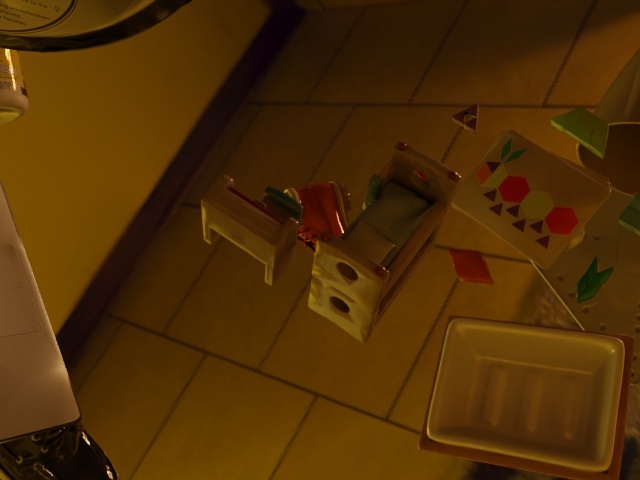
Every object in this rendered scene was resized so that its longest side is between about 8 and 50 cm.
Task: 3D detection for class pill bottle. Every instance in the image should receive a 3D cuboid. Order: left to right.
[{"bbox_3d":[-0.447,-0.257,1.041,0.117,0.117,0.214,-15,86,32],"label":"pill bottle"}]

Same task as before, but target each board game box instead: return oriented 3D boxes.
[{"bbox_3d":[0.615,0.020,1.556,0.390,0.050,0.389,-31,66,-4],"label":"board game box"}]

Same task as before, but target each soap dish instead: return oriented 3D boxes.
[{"bbox_3d":[0.318,0.244,1.269,0.291,0.118,0.228,5,64,24],"label":"soap dish"}]

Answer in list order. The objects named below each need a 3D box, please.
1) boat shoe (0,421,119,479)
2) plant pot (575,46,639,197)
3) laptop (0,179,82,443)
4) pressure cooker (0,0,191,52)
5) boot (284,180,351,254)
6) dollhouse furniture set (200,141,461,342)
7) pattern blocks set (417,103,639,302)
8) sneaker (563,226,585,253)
[{"bbox_3d":[-0.401,0.249,1.149,0.113,0.340,0.127,-47,-1,29],"label":"boat shoe"},{"bbox_3d":[0.619,-0.244,1.455,0.257,0.256,0.274,7,65,44],"label":"plant pot"},{"bbox_3d":[-0.413,0.002,0.774,0.236,0.408,0.381,-37,69,37],"label":"laptop"},{"bbox_3d":[-0.182,-0.333,0.514,0.370,0.375,0.420,-12,42,24],"label":"pressure cooker"},{"bbox_3d":[0.000,0.000,1.010,0.059,0.085,0.157,125,137,-53],"label":"boot"},{"bbox_3d":[0.005,-0.028,0.744,0.184,0.129,0.129,32,62,13],"label":"dollhouse furniture set"},{"bbox_3d":[0.276,-0.060,1.112,0.285,0.026,0.325,-42,61,1],"label":"pattern blocks set"},{"bbox_3d":[0.357,-0.035,1.329,0.061,0.053,0.152,-22,50,-30],"label":"sneaker"}]
